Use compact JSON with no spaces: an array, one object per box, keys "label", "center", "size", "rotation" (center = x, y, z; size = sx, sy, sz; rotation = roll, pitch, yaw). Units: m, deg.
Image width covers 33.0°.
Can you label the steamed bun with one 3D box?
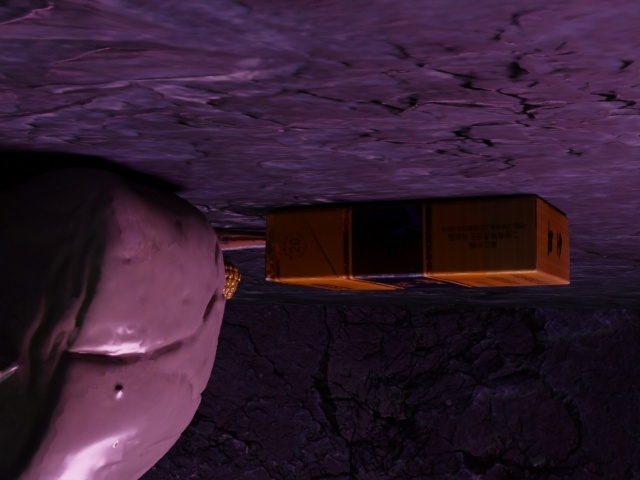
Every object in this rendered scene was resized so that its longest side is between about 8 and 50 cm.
[{"label":"steamed bun","center":[-0.245,0.116,0.785],"size":[0.383,0.236,0.247],"rotation":[-22,166,11]}]

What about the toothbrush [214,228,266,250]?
[{"label":"toothbrush","center":[0.000,0.001,1.104],"size":[0.321,0.023,0.031],"rotation":[0,167,-2]}]

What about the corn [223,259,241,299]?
[{"label":"corn","center":[-0.207,0.052,1.410],"size":[0.207,0.068,0.068],"rotation":[-1,175,-21]}]

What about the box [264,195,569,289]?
[{"label":"box","center":[0.089,0.006,0.950],"size":[0.237,0.070,0.152],"rotation":[-4,173,22]}]
